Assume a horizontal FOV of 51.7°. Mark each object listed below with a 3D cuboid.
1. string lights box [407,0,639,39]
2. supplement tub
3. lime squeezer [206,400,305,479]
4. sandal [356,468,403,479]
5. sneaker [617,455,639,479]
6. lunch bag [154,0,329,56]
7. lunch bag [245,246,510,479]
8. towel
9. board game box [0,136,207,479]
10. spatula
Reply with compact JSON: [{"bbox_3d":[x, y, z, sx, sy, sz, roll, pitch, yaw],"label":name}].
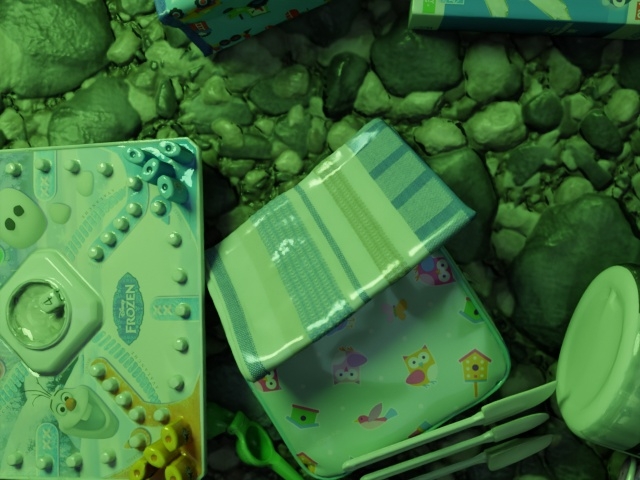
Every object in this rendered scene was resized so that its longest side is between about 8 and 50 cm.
[{"bbox_3d":[0.229,-0.293,0.705,0.259,0.077,0.133,4,96,4],"label":"string lights box"},{"bbox_3d":[0.429,0.156,0.682,0.315,0.193,0.194,18,98,3],"label":"supplement tub"},{"bbox_3d":[-0.113,0.261,0.808,0.310,0.059,0.110,18,97,2],"label":"lime squeezer"},{"bbox_3d":[0.045,0.409,0.812,0.097,0.054,0.255,10,97,4],"label":"sandal"},{"bbox_3d":[0.307,0.314,0.674,0.102,0.282,0.161,18,114,31],"label":"sneaker"},{"bbox_3d":[-0.096,-0.388,0.706,0.220,0.138,0.293,-21,85,9],"label":"lunch bag"},{"bbox_3d":[0.057,0.114,0.751,0.279,0.108,0.224,-32,92,7],"label":"lunch bag"},{"bbox_3d":[0.000,0.000,0.711,0.285,0.209,0.034,-37,133,6],"label":"towel"},{"bbox_3d":[-0.325,0.083,0.759,0.389,0.050,0.390,-2,88,11],"label":"board game box"},{"bbox_3d":[0.150,0.239,0.741,0.242,0.168,0.019,-20,52,-2],"label":"spatula"}]
